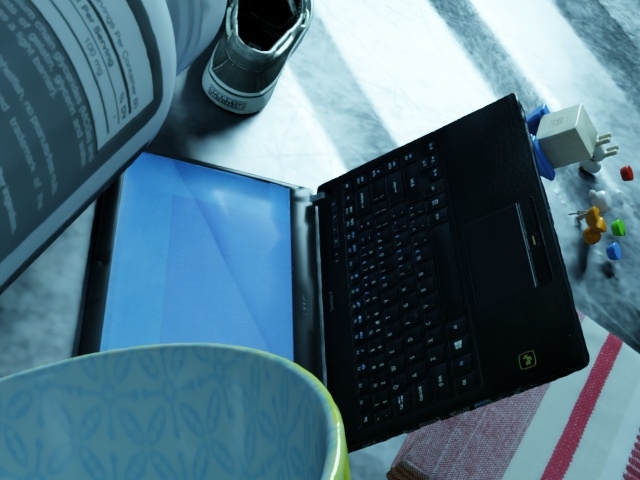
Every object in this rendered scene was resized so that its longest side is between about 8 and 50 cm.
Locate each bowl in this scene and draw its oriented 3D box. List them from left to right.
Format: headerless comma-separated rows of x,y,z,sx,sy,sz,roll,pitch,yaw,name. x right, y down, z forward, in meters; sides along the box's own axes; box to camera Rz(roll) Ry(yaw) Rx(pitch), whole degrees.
-0.112,0.171,0.370,0.289,0.290,0.156,-30,111,-42,bowl

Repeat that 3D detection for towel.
0.221,0.179,0.649,0.329,0.037,0.237,38,42,7,towel

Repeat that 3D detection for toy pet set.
0.216,-0.054,0.861,0.114,0.065,0.122,54,40,-26,toy pet set

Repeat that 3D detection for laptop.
0.000,0.000,0.624,0.136,0.264,0.234,45,30,-40,laptop

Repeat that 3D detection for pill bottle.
-0.208,-0.085,0.535,0.210,0.210,0.363,32,45,3,pill bottle

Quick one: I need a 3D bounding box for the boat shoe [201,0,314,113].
-0.041,-0.196,0.834,0.078,0.070,0.219,20,44,-9,boat shoe
